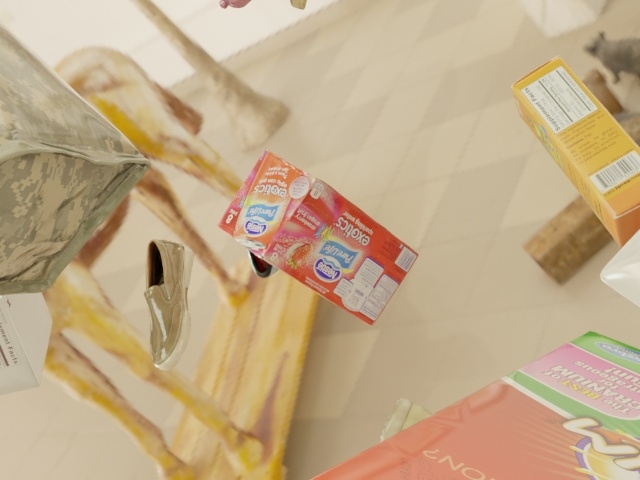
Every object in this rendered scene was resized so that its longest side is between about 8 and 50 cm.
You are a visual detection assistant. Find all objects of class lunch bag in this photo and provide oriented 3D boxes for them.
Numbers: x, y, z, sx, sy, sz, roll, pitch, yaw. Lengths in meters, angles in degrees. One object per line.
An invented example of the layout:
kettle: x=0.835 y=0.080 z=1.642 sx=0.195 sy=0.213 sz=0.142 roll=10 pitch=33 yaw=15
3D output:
lunch bag: x=-0.288 y=-0.080 z=0.724 sx=0.169 sy=0.235 sz=0.287 roll=-49 pitch=-8 yaw=7

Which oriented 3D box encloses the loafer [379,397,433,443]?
loafer: x=0.127 y=0.330 z=1.391 sx=0.092 sy=0.268 sz=0.102 roll=16 pitch=43 yaw=22

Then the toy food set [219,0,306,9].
toy food set: x=-0.063 y=-0.183 z=0.634 sx=0.019 sy=0.122 sz=0.078 roll=-63 pitch=-11 yaw=-62

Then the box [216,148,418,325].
box: x=0.000 y=0.000 z=1.417 sx=0.122 sy=0.257 sz=0.128 roll=32 pitch=88 yaw=45

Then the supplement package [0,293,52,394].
supplement package: x=-0.460 y=0.109 z=1.221 sx=0.244 sy=0.134 sz=0.139 roll=-12 pitch=32 yaw=1

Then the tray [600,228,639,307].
tray: x=0.379 y=-0.021 z=0.890 sx=0.145 sy=0.030 sz=0.270 roll=37 pitch=68 yaw=25

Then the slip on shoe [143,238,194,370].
slip on shoe: x=-0.150 y=0.058 z=0.985 sx=0.051 sy=0.041 sz=0.135 roll=-26 pitch=48 yaw=39

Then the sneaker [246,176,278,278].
sneaker: x=-0.082 y=-0.018 z=1.535 sx=0.063 sy=0.162 sz=0.073 roll=-5 pitch=17 yaw=6

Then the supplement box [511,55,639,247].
supplement box: x=0.316 y=-0.108 z=1.213 sx=0.080 sy=0.078 sz=0.233 roll=-29 pitch=55 yaw=4

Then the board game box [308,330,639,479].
board game box: x=0.163 y=0.131 z=0.412 sx=0.242 sy=0.316 sz=0.064 roll=21 pitch=105 yaw=28
